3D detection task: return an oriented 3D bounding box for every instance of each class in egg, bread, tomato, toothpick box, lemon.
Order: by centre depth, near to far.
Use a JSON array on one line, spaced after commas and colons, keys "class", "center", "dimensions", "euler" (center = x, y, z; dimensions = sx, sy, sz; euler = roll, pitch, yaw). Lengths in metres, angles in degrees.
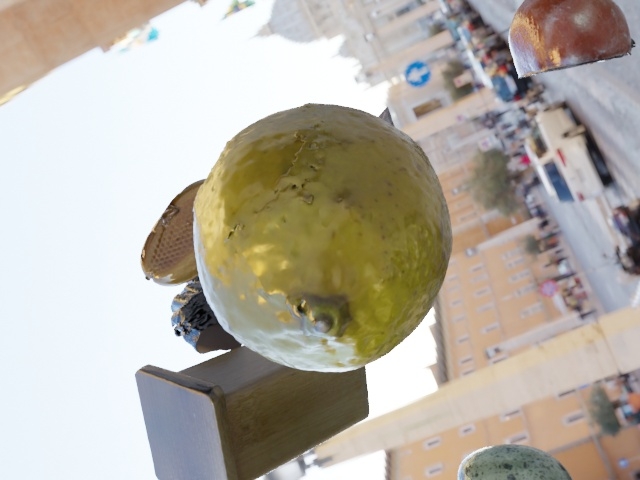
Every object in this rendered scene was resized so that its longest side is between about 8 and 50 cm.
[{"class": "lemon", "center": [0.000, 0.000, 0.894], "dimensions": [0.253, 0.254, 0.310], "euler": [60, -162, -27]}, {"class": "egg", "center": [0.275, 0.352, 1.302], "dimensions": [0.132, 0.172, 0.132], "euler": [-31, -52, -48]}, {"class": "bread", "center": [-0.187, -0.011, 1.367], "dimensions": [0.114, 0.189, 0.077], "euler": [41, -178, 12]}, {"class": "toothpick box", "center": [-0.087, 0.242, 1.388], "dimensions": [0.308, 0.188, 0.190], "euler": [-19, -73, -42]}, {"class": "tomato", "center": [0.415, -0.364, 1.572], "dimensions": [0.214, 0.181, 0.155], "euler": [-166, 60, -71]}]

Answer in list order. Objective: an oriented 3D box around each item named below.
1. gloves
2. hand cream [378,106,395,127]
[{"class": "gloves", "center": [-0.199, 0.104, 1.563], "dimensions": [0.180, 0.129, 0.106], "euler": [50, 160, 39]}, {"class": "hand cream", "center": [0.083, -0.165, 1.626], "dimensions": [0.210, 0.043, 0.067], "euler": [-45, -61, -47]}]
